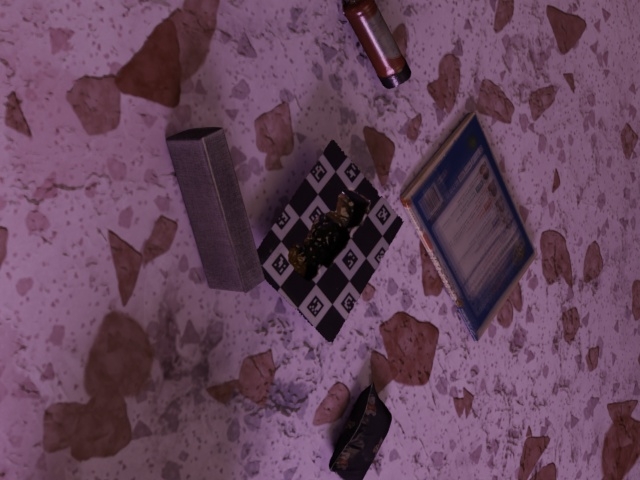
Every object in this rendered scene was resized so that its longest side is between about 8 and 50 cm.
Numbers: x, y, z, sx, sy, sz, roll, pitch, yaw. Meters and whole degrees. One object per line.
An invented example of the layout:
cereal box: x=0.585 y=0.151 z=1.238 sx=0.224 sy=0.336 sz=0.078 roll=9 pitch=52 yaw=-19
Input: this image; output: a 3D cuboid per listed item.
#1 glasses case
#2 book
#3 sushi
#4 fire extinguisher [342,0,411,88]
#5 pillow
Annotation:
glasses case: x=-0.128 y=-0.037 z=1.254 sx=0.047 sy=0.070 sz=0.205 roll=-33 pitch=116 yaw=-42
book: x=0.254 y=-0.021 z=1.685 sx=0.228 sy=0.018 sz=0.322 roll=-49 pitch=126 yaw=-30
sushi: x=0.000 y=0.000 z=1.403 sx=0.192 sy=0.050 sz=0.215 roll=47 pitch=67 yaw=-34
fire extinguisher: x=0.073 y=-0.302 z=1.451 sx=0.177 sy=0.050 sz=0.062 roll=58 pitch=14 yaw=-33
pillow: x=0.062 y=0.294 z=1.497 sx=0.090 sy=0.048 sz=0.150 roll=48 pitch=58 yaw=-34
